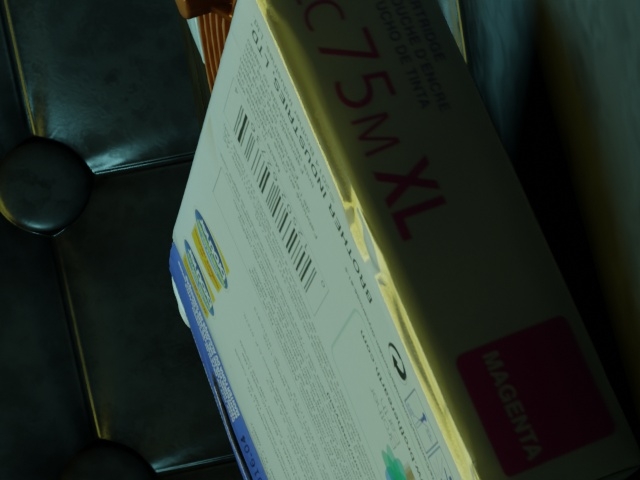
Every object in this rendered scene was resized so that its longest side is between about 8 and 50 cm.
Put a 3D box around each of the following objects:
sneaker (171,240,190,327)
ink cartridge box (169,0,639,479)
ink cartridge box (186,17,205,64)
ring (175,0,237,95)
[{"bbox_3d":[-0.067,0.057,1.748,0.153,0.101,0.268,89,162,-61],"label":"sneaker"},{"bbox_3d":[0.011,0.038,0.722,0.311,0.065,0.185,121,128,-68],"label":"ink cartridge box"},{"bbox_3d":[-0.098,-0.299,1.514,0.239,0.060,0.275,-117,16,-66],"label":"ink cartridge box"},{"bbox_3d":[0.000,0.000,0.902,0.336,0.032,0.336,161,90,-76],"label":"ring"}]
